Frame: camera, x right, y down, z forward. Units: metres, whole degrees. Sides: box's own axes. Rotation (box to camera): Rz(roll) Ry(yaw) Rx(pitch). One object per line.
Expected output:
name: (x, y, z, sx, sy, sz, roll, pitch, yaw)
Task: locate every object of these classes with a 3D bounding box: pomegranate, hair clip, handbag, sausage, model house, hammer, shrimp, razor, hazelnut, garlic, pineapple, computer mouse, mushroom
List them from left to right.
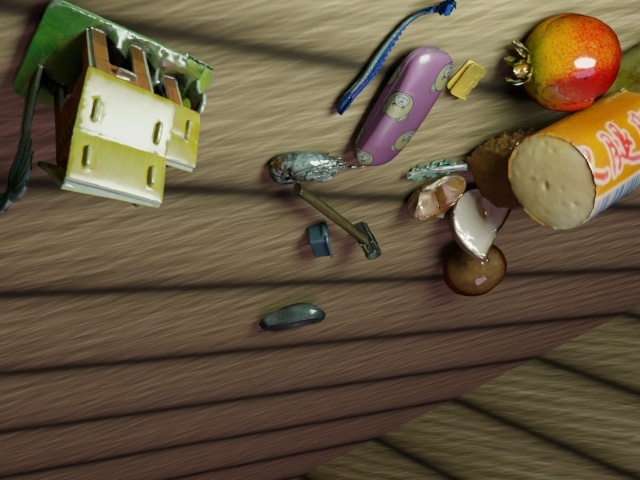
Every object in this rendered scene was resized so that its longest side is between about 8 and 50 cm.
model house: (-0.360, -0.140, 0.974, 0.300, 0.324, 0.340, 16, 130, -40)
computer mouse: (-0.098, 0.241, 1.830, 0.228, 0.069, 0.113, -11, 157, 1)
shrimp: (-0.005, -0.168, 1.325, 0.232, 0.090, 0.079, -2, 122, -5)
hammer: (0.045, -0.058, 1.478, 0.043, 0.111, 0.365, -35, 143, 17)
razor: (0.139, -0.381, 1.172, 0.056, 0.093, 0.324, 45, 118, -10)
hair clip: (0.305, -0.186, 1.514, 0.172, 0.049, 0.049, -10, 143, -9)
garlic: (0.319, -0.119, 1.557, 0.174, 0.099, 0.124, -25, -173, -5)
handbag: (0.336, -0.368, 1.309, 0.061, 0.027, 0.083, 13, 130, -38)
mushroom: (0.444, -0.073, 1.684, 0.162, 0.173, 0.236, 30, 83, -7)
hazelnut: (0.502, 0.093, 1.872, 0.214, 0.177, 0.214, -18, 173, -2)
pineapple: (0.578, -0.226, 1.513, 0.361, 0.202, 0.202, -26, 147, -21)
pomegranate: (0.526, -0.387, 1.241, 0.234, 0.210, 0.210, -1, 142, -1)
sausage: (0.607, -0.182, 1.294, 0.287, 0.233, 0.233, -28, 148, -22)

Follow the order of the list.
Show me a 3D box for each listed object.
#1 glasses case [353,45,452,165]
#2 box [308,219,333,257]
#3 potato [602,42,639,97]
glasses case: (0.179, -0.291, 1.279, 0.123, 0.076, 0.316, -2, 141, -34)
box: (0.000, 0.000, 1.570, 0.054, 0.074, 0.099, -9, 145, 5)
potato: (0.847, -0.370, 1.385, 0.359, 0.270, 0.219, -35, 176, 9)
